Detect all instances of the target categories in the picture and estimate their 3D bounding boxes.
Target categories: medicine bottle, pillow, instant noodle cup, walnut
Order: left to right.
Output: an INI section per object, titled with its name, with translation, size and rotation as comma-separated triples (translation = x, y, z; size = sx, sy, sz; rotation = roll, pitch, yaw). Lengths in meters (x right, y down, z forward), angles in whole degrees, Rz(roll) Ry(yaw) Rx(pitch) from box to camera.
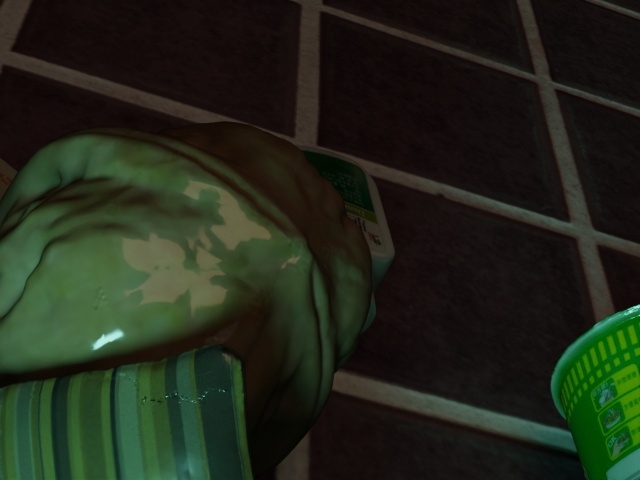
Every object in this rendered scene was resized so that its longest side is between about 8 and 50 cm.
[pillow]
translation = -0.122, 0.168, 0.569
size = 0.212, 0.208, 0.052
rotation = -10, -5, 14
[walnut]
translation = -0.101, 0.045, 0.721
size = 0.273, 0.273, 0.227
rotation = -5, 69, -34
[medicine bottle]
translation = 0.000, 0.000, 0.994
size = 0.119, 0.069, 0.183
rotation = 12, 39, -21
[instant noodle cup]
translation = 0.284, 0.185, 0.838
size = 0.207, 0.207, 0.232
rotation = 14, 45, -15

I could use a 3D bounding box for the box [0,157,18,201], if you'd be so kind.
[box]
translation = -0.294, -0.023, 0.862
size = 0.201, 0.058, 0.141
rotation = 36, 38, 15
